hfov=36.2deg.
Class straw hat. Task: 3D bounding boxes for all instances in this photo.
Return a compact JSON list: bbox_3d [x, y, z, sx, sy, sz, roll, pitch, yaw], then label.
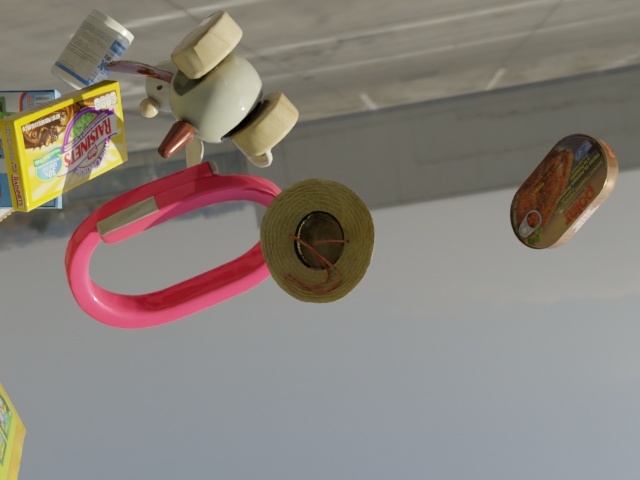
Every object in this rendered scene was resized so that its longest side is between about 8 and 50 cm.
[{"bbox_3d":[0.000,0.000,1.155,0.144,0.144,0.061,-8,180,10],"label":"straw hat"}]

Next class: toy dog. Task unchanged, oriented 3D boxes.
[{"bbox_3d":[-0.164,-0.157,1.198,0.161,0.220,0.333,-43,-178,-15],"label":"toy dog"}]

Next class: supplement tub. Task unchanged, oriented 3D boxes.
[{"bbox_3d":[-0.315,-0.256,1.352,0.071,0.107,0.071,34,179,1],"label":"supplement tub"}]

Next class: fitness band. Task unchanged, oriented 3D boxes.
[{"bbox_3d":[-0.173,0.010,1.220,0.291,0.054,0.209,-22,141,-4],"label":"fitness band"}]

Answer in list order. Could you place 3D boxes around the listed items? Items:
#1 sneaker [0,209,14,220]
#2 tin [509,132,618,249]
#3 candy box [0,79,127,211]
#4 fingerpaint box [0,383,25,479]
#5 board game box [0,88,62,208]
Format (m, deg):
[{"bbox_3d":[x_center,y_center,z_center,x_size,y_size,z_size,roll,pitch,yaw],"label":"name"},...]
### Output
[{"bbox_3d":[-0.470,-0.149,1.490,0.282,0.153,0.099,-39,-149,1],"label":"sneaker"},{"bbox_3d":[0.349,-0.067,1.408,0.040,0.106,0.190,6,133,-38],"label":"tin"},{"bbox_3d":[-0.295,-0.115,1.147,0.027,0.105,0.206,8,-156,20],"label":"candy box"},{"bbox_3d":[-0.499,0.185,1.101,0.163,0.371,0.445,-24,-162,-6],"label":"fingerpaint box"},{"bbox_3d":[-0.460,-0.121,1.326,0.211,0.160,0.039,-1,179,-1],"label":"board game box"}]
